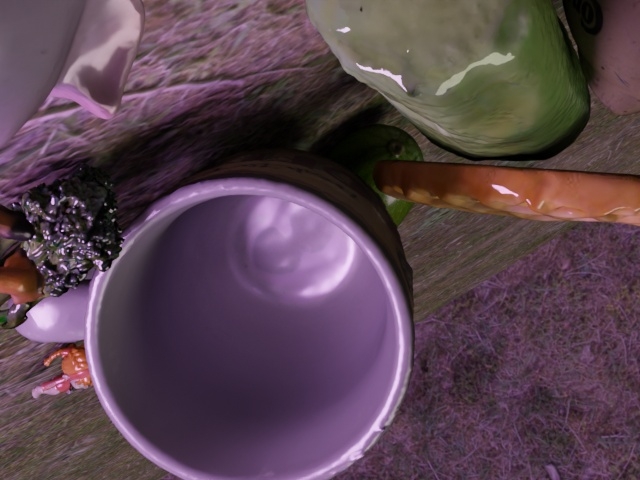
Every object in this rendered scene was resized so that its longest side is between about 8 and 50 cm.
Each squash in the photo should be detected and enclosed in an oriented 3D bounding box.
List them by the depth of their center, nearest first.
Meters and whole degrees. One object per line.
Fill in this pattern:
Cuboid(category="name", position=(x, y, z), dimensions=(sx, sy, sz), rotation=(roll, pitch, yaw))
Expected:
Cuboid(category="squash", position=(0.000, 0.000, 1.293), dimensions=(0.101, 0.101, 0.379), rotation=(-24, 163, -33))

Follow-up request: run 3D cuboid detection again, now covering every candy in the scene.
Cuboid(category="candy", position=(0.096, -0.120, 0.890), dimensions=(0.132, 0.142, 0.343), rotation=(-22, 171, 14))

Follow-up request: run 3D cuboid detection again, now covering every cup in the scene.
Cuboid(category="cup", position=(-0.074, 0.037, 1.032), dimensions=(0.301, 0.228, 0.257), rotation=(1, -166, 6))

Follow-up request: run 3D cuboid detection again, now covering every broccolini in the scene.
Cuboid(category="broccolini", position=(-0.288, 0.068, 0.946), dimensions=(0.392, 0.074, 0.079), rotation=(-34, -149, 23))

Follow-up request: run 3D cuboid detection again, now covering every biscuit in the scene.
Cuboid(category="biscuit", position=(0.211, -0.033, 1.029), dimensions=(0.308, 0.040, 0.204), rotation=(2, -177, -23))

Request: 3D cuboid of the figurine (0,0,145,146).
Cuboid(category="figurine", position=(-0.172, -0.075, 0.380), dimensions=(0.276, 0.133, 0.200), rotation=(-18, 167, -47))

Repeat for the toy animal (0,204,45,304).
Cuboid(category="toy animal", position=(-0.199, -0.020, 0.510), dimensions=(0.255, 0.114, 0.116), rotation=(-3, -172, 42))

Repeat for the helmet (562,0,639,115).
Cuboid(category="helmet", position=(0.218, -0.141, 0.840), dimensions=(0.137, 0.204, 0.258), rotation=(-51, -170, 39))

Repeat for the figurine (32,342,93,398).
Cuboid(category="figurine", position=(-0.255, 0.132, 1.358), dimensions=(0.109, 0.047, 0.064), rotation=(-28, -179, 45))
